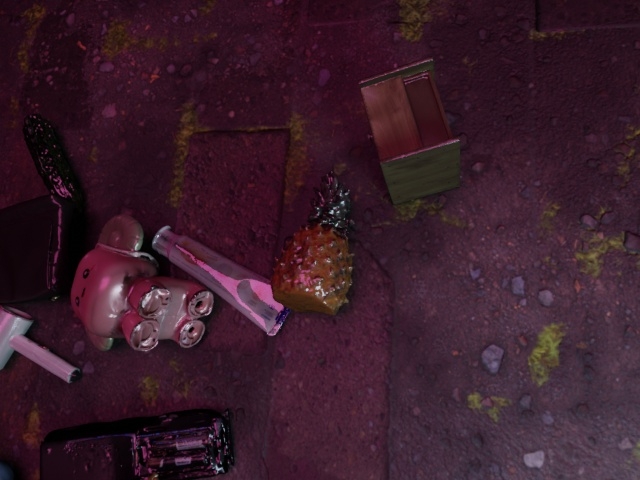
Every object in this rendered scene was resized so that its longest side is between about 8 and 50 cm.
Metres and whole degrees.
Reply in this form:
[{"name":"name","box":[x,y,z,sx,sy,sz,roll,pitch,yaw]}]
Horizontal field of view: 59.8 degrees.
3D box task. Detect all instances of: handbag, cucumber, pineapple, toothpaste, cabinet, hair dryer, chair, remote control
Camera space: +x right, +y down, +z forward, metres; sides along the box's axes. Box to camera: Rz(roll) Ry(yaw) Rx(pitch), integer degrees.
[{"name":"handbag","box":[-0.629,0.025,1.221,0.247,0.080,0.222,-11,77,28]},{"name":"cucumber","box":[-0.621,-0.174,1.291,0.077,0.077,0.265,-32,70,2]},{"name":"pineapple","box":[0.000,0.000,1.078,0.158,0.157,0.278,8,66,15]},{"name":"toothpaste","box":[-0.201,0.071,1.137,0.323,0.066,0.100,30,76,15]},{"name":"cabinet","box":[0.166,-0.195,1.046,0.148,0.215,0.174,-15,72,8]},{"name":"hair dryer","box":[-0.611,0.247,1.184,0.237,0.073,0.131,26,81,8]},{"name":"chair","box":[-0.554,0.004,1.247,0.042,0.037,0.086,-31,74,-9]},{"name":"remote control","box":[-0.364,0.414,1.074,0.399,0.062,0.144,-12,73,9]}]

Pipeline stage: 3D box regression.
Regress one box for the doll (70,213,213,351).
[{"name":"doll","box":[-0.383,0.104,1.120,0.268,0.216,0.284,29,102,40]}]

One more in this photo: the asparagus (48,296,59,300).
[{"name":"asparagus","box":[-0.577,0.083,1.237,0.025,0.021,0.108,9,76,10]}]

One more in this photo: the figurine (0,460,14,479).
[{"name":"figurine","box":[-0.707,0.416,1.097,0.103,0.205,0.260,-34,72,-25]}]

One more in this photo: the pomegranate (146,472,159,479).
[{"name":"pomegranate","box":[-0.328,0.540,0.959,0.246,0.198,0.198,-40,70,1]}]
